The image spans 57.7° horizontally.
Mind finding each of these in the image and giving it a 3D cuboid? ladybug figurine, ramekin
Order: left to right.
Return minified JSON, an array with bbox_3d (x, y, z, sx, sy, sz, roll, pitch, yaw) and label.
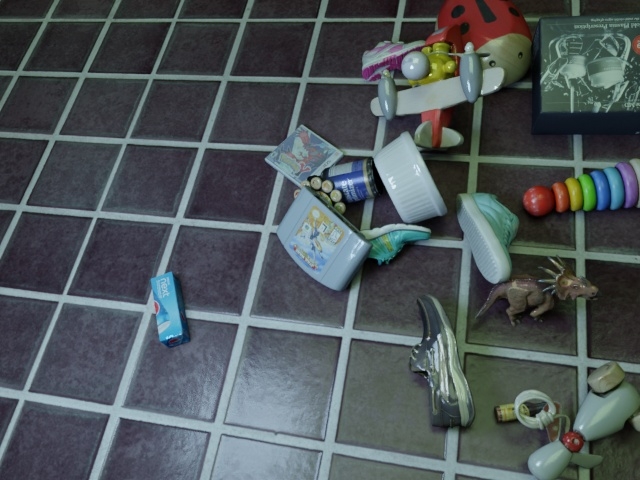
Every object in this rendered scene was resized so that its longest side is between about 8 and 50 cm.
[{"bbox_3d":[0.256,-0.172,1.693,0.127,0.273,0.273,-26,60,11],"label":"ramekin"},{"bbox_3d":[0.552,-0.720,1.977,0.304,0.162,0.450,-21,60,0],"label":"ladybug figurine"}]

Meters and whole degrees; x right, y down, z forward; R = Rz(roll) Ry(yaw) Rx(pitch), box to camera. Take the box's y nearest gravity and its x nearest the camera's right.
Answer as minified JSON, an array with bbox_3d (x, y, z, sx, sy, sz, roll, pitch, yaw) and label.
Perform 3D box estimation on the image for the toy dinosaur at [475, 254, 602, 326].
[{"bbox_3d":[0.546,0.126,1.507,0.295,0.200,0.127,-7,61,7],"label":"toy dinosaur"}]

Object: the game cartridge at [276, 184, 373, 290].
[{"bbox_3d":[0.000,0.000,1.704,0.297,0.062,0.198,43,108,28],"label":"game cartridge"}]

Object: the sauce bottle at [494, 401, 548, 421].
[{"bbox_3d":[0.501,0.424,1.448,0.128,0.042,0.042,-11,61,3],"label":"sauce bottle"}]

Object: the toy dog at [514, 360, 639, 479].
[{"bbox_3d":[0.625,0.427,1.376,0.333,0.161,0.220,-19,75,5],"label":"toy dog"}]

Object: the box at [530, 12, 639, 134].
[{"bbox_3d":[0.826,-0.496,1.755,0.342,0.179,0.313,1,80,12],"label":"box"}]

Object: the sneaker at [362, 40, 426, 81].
[{"bbox_3d":[0.255,-0.655,2.033,0.252,0.103,0.111,-15,62,1],"label":"sneaker"}]

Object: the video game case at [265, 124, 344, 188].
[{"bbox_3d":[-0.054,-0.277,1.935,0.201,0.023,0.183,38,75,26],"label":"video game case"}]

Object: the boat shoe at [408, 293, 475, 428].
[{"bbox_3d":[0.292,0.306,1.500,0.130,0.132,0.356,-13,60,3],"label":"boat shoe"}]

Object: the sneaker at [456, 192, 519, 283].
[{"bbox_3d":[0.483,-0.029,1.589,0.149,0.135,0.366,-8,39,2],"label":"sneaker"}]

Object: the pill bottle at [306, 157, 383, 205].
[{"bbox_3d":[0.073,-0.175,1.791,0.219,0.123,0.123,-11,60,20],"label":"pill bottle"}]

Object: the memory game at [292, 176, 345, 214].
[{"bbox_3d":[-0.008,-0.101,1.767,0.186,0.186,0.012,26,25,22],"label":"memory game"}]

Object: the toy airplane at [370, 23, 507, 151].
[{"bbox_3d":[0.339,-0.465,1.794,0.386,0.272,0.385,-44,43,21],"label":"toy airplane"}]

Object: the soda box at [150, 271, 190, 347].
[{"bbox_3d":[-0.447,0.205,1.727,0.071,0.067,0.210,-18,60,0],"label":"soda box"}]

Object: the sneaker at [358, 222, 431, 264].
[{"bbox_3d":[0.191,0.016,1.707,0.275,0.107,0.110,-13,79,10],"label":"sneaker"}]

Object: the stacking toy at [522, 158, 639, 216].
[{"bbox_3d":[0.750,-0.136,1.662,0.329,0.141,0.141,-10,61,13],"label":"stacking toy"}]
